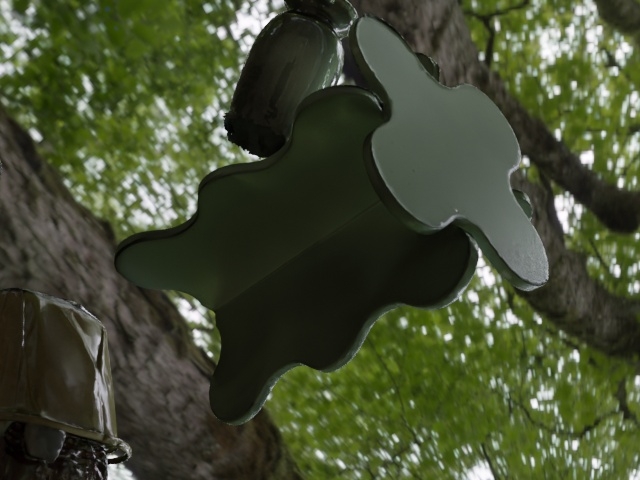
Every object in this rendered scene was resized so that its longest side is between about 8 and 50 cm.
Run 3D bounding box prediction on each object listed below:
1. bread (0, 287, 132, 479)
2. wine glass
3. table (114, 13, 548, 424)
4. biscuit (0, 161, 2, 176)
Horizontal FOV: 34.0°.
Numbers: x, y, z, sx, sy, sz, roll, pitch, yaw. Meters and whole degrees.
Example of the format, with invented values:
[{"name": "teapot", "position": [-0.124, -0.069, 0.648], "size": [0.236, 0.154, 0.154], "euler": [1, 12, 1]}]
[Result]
[{"name": "bread", "position": [-0.217, 0.144, 0.632], "size": [0.224, 0.142, 0.211], "euler": [-12, -115, 33]}, {"name": "wine glass", "position": [-0.034, -0.196, 1.221], "size": [0.111, 0.111, 0.204], "euler": [18, -110, 21]}, {"name": "table", "position": [0.000, 0.000, 0.587], "size": [0.198, 0.167, 0.166], "euler": [-35, -123, 33]}, {"name": "biscuit", "position": [-0.390, -0.077, 1.110], "size": [0.151, 0.063, 0.235], "euler": [-50, -153, 13]}]
